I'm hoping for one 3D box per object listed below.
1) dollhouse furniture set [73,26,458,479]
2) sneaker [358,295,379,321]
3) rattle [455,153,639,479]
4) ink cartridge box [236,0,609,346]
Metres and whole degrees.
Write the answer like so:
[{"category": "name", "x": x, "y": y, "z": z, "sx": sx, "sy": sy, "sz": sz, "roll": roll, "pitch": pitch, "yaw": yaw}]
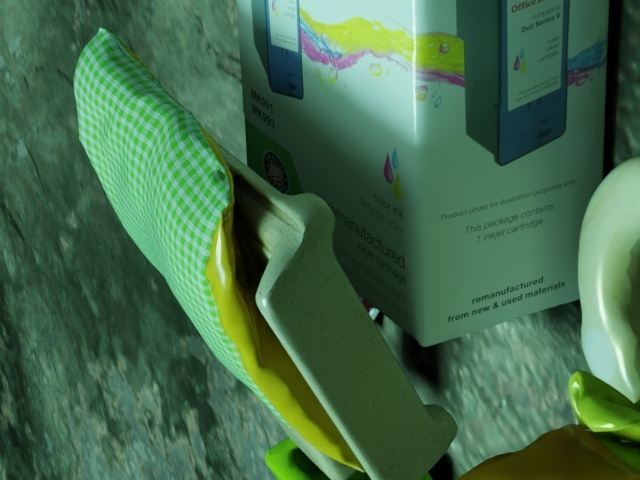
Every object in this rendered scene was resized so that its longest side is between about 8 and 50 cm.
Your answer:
[{"category": "dollhouse furniture set", "x": -0.044, "y": 0.089, "z": 0.764, "sx": 0.197, "sy": 0.151, "sz": 0.301, "roll": 39, "pitch": 165, "yaw": 48}, {"category": "sneaker", "x": 0.000, "y": 0.000, "z": 0.885, "sx": 0.067, "sy": 0.042, "sz": 0.118, "roll": 38, "pitch": 145, "yaw": 56}, {"category": "rattle", "x": 0.100, "y": 0.011, "z": 0.593, "sx": 0.199, "sy": 0.143, "sz": 0.130, "roll": 95, "pitch": 166, "yaw": -48}, {"category": "ink cartridge box", "x": 0.036, "y": -0.089, "z": 0.706, "sx": 0.154, "sy": 0.093, "sz": 0.212, "roll": 38, "pitch": 136, "yaw": 51}]
